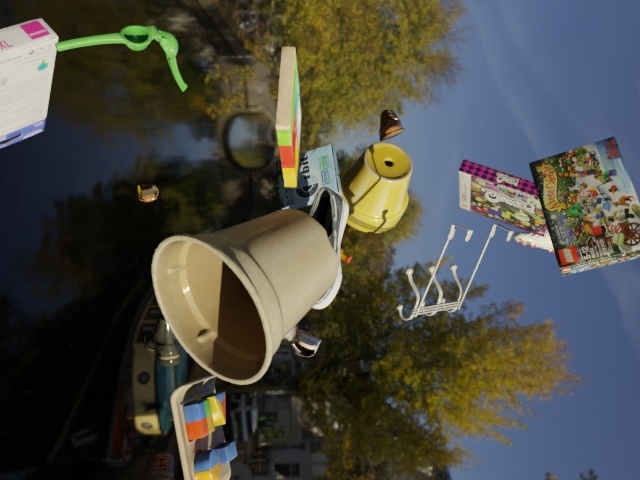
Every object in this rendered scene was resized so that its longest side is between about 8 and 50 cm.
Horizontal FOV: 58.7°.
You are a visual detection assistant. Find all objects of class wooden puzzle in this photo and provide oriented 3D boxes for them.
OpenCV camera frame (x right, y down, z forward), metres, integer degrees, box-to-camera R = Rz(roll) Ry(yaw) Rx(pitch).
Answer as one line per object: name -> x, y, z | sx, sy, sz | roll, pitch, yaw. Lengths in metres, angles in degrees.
wooden puzzle -> -0.325, 0.580, 1.671 | 0.322, 0.080, 0.348 | 39, 43, -79

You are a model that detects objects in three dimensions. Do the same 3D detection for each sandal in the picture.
sandal -> -0.062, 0.384, 2.079 | 0.076, 0.102, 0.265 | -64, 176, -1

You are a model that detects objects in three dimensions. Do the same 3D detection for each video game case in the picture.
video game case -> 0.452, -0.100, 1.389 | 0.042, 0.232, 0.210 | -62, 159, -13

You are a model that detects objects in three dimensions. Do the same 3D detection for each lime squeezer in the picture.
lime squeezer -> -0.347, -0.370, 1.097 | 0.310, 0.110, 0.059 | -1, 69, -60

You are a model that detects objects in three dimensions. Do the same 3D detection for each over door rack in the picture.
over door rack -> 0.363, 0.073, 1.597 | 0.108, 0.239, 0.324 | 48, -57, 33

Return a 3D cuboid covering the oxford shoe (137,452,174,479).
oxford shoe -> -0.547, 0.776, 1.892 | 0.364, 0.130, 0.132 | 138, -41, -65

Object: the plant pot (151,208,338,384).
plant pot -> -0.136, 0.084, 1.234 | 0.305, 0.334, 0.334 | -33, 132, -45

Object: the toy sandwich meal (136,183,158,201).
toy sandwich meal -> -0.611, -0.171, 2.004 | 0.029, 0.085, 0.085 | 97, -9, -56

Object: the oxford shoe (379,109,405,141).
oxford shoe -> 0.190, -0.327, 1.599 | 0.212, 0.076, 0.076 | -79, 147, -71

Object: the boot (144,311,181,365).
boot -> -0.427, 0.239, 1.540 | 0.198, 0.077, 0.137 | 16, -69, 52

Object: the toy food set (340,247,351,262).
toy food set -> 0.004, 0.051, 1.733 | 0.111, 0.104, 0.232 | -64, 158, -1

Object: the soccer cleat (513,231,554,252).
soccer cleat -> 0.728, -0.009, 1.881 | 0.068, 0.196, 0.076 | -170, -86, -77

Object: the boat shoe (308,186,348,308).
boat shoe -> 0.000, 0.014, 1.409 | 0.102, 0.108, 0.301 | 35, 64, -58

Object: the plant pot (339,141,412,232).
plant pot -> 0.191, -0.191, 1.894 | 0.239, 0.254, 0.254 | 114, -24, -56

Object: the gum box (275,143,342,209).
gum box -> -0.036, -0.184, 1.683 | 0.041, 0.184, 0.157 | 33, 46, -63

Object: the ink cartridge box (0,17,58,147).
ink cartridge box -> -0.636, -0.293, 1.138 | 0.065, 0.186, 0.311 | 48, -39, 3

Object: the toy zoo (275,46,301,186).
toy zoo -> -0.065, -0.246, 1.239 | 0.293, 0.030, 0.192 | 88, 5, -67

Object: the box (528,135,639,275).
box -> 0.499, -0.064, 1.061 | 0.044, 0.159, 0.233 | 39, 40, -54
